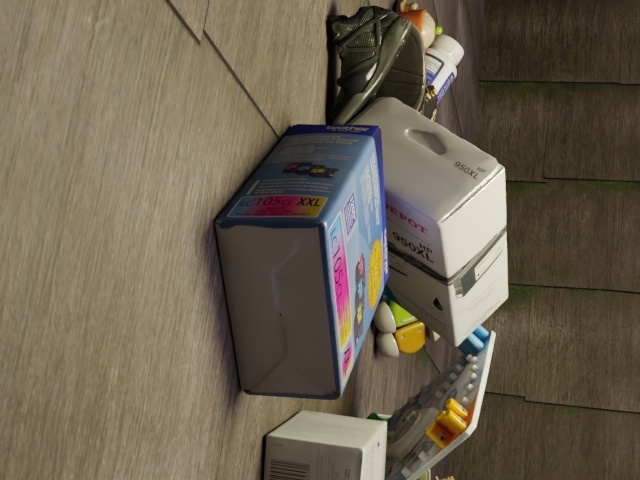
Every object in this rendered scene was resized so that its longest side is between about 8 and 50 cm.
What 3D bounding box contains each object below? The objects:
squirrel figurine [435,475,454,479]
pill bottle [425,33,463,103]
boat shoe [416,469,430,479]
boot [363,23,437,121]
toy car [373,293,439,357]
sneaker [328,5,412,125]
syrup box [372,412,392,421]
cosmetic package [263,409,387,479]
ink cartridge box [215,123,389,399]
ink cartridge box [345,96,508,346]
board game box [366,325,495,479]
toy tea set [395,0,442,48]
[{"bbox_3d":[0.295,0.695,1.970,0.397,0.371,0.280,54,42,-66],"label":"squirrel figurine"},{"bbox_3d":[0.256,-0.389,1.990,0.186,0.112,0.112,-56,156,-11],"label":"pill bottle"},{"bbox_3d":[0.225,0.722,2.231,0.103,0.113,0.302,39,66,-73],"label":"boat shoe"},{"bbox_3d":[0.170,-0.296,1.770,0.284,0.138,0.377,-58,151,-58],"label":"boot"},{"bbox_3d":[0.194,0.175,1.982,0.136,0.159,0.182,-122,-163,-50],"label":"toy car"},{"bbox_3d":[0.052,-0.310,1.476,0.227,0.130,0.087,-61,173,11],"label":"sneaker"},{"bbox_3d":[0.137,0.500,1.883,0.237,0.093,0.096,-58,148,-59],"label":"syrup box"},{"bbox_3d":[0.010,0.360,1.294,0.184,0.152,0.151,-4,98,-74],"label":"cosmetic package"},{"bbox_3d":[0.000,0.000,1.210,0.395,0.151,0.269,-63,152,-58],"label":"ink cartridge box"},{"bbox_3d":[0.182,-0.028,1.541,0.166,0.285,0.394,-41,145,-18],"label":"ink cartridge box"},{"bbox_3d":[0.158,0.353,1.577,0.390,0.050,0.390,-46,-179,24],"label":"board game box"},{"bbox_3d":[0.214,-0.583,1.899,0.200,0.124,0.336,-71,158,-45],"label":"toy tea set"}]
